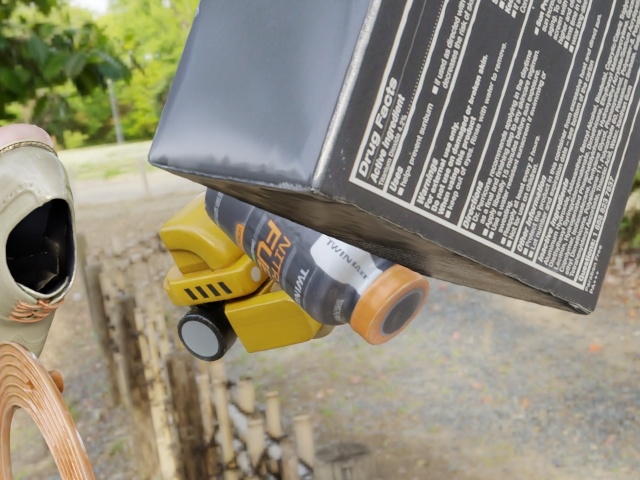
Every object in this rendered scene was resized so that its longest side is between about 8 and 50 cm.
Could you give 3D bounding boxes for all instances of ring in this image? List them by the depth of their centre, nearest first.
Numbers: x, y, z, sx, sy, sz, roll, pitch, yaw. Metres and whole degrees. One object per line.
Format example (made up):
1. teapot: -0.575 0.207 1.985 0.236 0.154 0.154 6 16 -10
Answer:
1. ring: -0.235 0.251 0.892 0.032 0.336 0.337 -11 9 -33

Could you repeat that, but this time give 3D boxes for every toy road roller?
1. toy road roller: -0.112 0.037 1.610 0.330 0.240 0.202 -12 24 35

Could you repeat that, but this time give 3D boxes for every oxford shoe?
1. oxford shoe: -0.384 0.055 1.257 0.141 0.397 0.146 -14 46 -31

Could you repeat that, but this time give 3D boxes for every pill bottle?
1. pill bottle: 0.000 0.000 1.046 0.130 0.130 0.246 -17 50 -45

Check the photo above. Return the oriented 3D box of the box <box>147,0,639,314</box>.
1. box: 0.082 -0.137 0.685 0.294 0.296 0.183 22 -7 -43
